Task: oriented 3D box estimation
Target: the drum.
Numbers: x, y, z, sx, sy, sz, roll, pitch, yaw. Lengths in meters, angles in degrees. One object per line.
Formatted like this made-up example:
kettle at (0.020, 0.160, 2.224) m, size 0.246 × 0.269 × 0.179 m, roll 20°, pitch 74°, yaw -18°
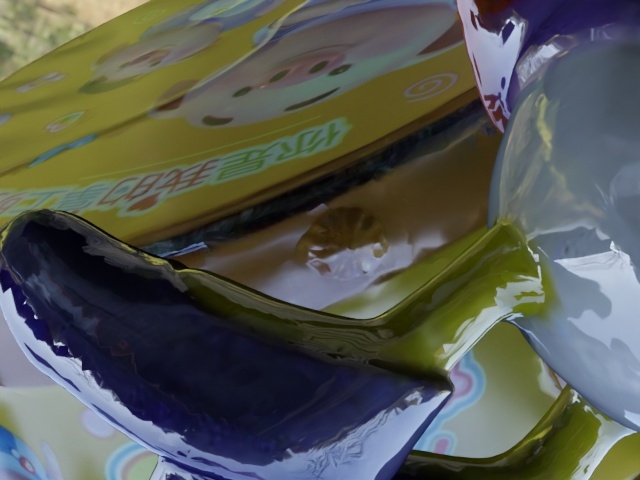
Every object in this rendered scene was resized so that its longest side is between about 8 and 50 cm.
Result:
drum at (0.000, 0.000, 0.756) m, size 0.214 × 0.431 × 0.431 m, roll 66°, pitch 173°, yaw -22°

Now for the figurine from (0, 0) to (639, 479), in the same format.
figurine at (0.112, -0.065, 0.378) m, size 0.193 × 0.421 × 0.154 m, roll 29°, pitch 169°, yaw 46°
